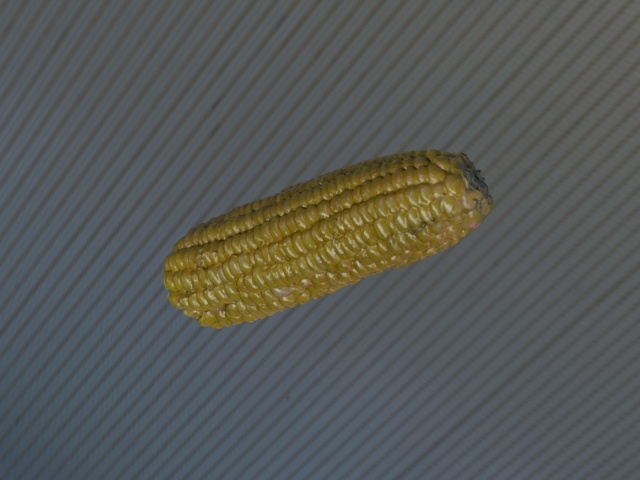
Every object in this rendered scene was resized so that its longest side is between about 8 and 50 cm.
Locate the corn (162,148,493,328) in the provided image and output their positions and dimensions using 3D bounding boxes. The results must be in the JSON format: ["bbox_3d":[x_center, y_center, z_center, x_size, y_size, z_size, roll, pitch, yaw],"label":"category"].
[{"bbox_3d":[0.000,0.000,1.008,0.292,0.101,0.101,-17,121,31],"label":"corn"}]
